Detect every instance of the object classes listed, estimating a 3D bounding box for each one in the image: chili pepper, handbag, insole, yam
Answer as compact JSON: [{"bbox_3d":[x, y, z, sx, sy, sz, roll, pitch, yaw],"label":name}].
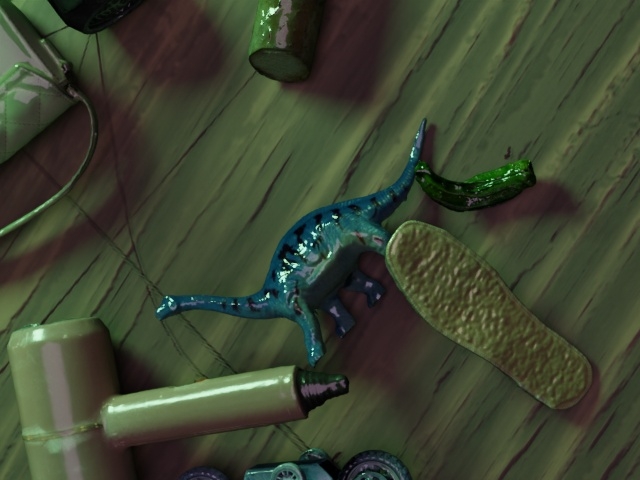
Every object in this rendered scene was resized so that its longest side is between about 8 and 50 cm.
[{"bbox_3d":[0.149,-0.054,1.326,0.118,0.035,0.055,1,119,2],"label":"chili pepper"},{"bbox_3d":[-0.355,-0.109,1.398,0.256,0.079,0.219,-38,91,9],"label":"handbag"},{"bbox_3d":[0.160,0.074,1.303,0.248,0.011,0.081,39,87,-10],"label":"insole"},{"bbox_3d":[-0.030,-0.230,1.340,0.069,0.070,0.146,10,93,10],"label":"yam"}]

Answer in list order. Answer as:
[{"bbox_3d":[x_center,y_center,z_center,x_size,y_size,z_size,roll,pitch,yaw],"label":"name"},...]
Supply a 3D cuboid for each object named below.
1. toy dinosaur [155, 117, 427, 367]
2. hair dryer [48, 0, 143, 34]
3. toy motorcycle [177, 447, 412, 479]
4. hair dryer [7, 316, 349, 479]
[{"bbox_3d":[0.008,0.030,1.334,0.329,0.076,0.144,-35,80,1],"label":"toy dinosaur"},{"bbox_3d":[-0.339,-0.239,1.290,0.352,0.107,0.189,-35,86,-33],"label":"hair dryer"},{"bbox_3d":[-0.022,0.278,1.335,0.254,0.092,0.135,-8,89,16],"label":"toy motorcycle"},{"bbox_3d":[-0.135,0.150,1.331,0.344,0.107,0.189,-11,87,17],"label":"hair dryer"}]
